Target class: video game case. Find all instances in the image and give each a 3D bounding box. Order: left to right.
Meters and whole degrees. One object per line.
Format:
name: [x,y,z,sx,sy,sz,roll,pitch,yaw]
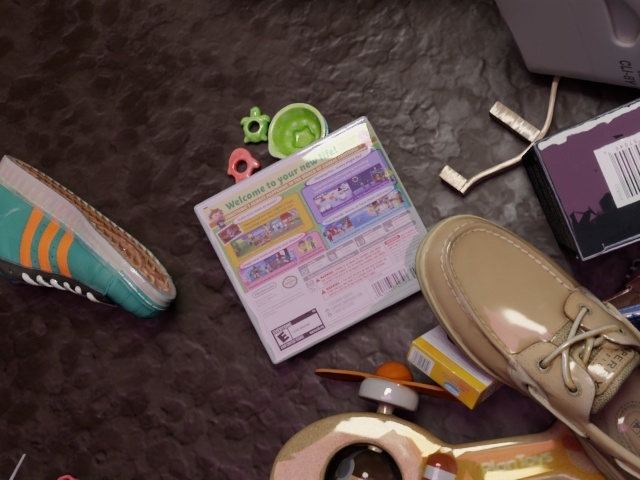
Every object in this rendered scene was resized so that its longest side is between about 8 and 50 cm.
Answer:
video game case: [0.000,0.000,0.878,0.212,0.023,0.193,-28,87,3]

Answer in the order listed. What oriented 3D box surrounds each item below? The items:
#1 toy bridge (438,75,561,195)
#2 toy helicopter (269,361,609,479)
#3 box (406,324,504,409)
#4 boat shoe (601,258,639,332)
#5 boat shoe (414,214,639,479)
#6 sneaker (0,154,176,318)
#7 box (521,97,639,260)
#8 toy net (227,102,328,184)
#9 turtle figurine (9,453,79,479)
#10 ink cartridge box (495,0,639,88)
toy bridge: [0.209,-0.123,0.869,0.063,0.026,0.188,40,93,16]
toy helicopter: [0.123,0.215,0.804,0.355,0.140,0.235,-12,68,3]
box: [0.157,0.106,0.801,0.081,0.136,0.028,36,127,29]
boat shoe: [0.330,0.050,0.790,0.183,0.066,0.066,-18,56,18]
boat shoe: [0.229,0.100,0.707,0.341,0.110,0.121,42,77,-4]
sneaker: [-0.296,0.021,0.954,0.302,0.108,0.121,34,92,27]
box: [0.276,-0.063,0.739,0.153,0.207,0.108,-23,88,12]
toy net: [-0.062,-0.041,0.923,0.122,0.045,0.232,9,83,17]
turtle figurine: [-0.279,0.352,0.882,0.175,0.118,0.234,18,101,33]
ink cartridge box: [0.283,-0.371,0.733,0.160,0.279,0.385,14,80,31]
